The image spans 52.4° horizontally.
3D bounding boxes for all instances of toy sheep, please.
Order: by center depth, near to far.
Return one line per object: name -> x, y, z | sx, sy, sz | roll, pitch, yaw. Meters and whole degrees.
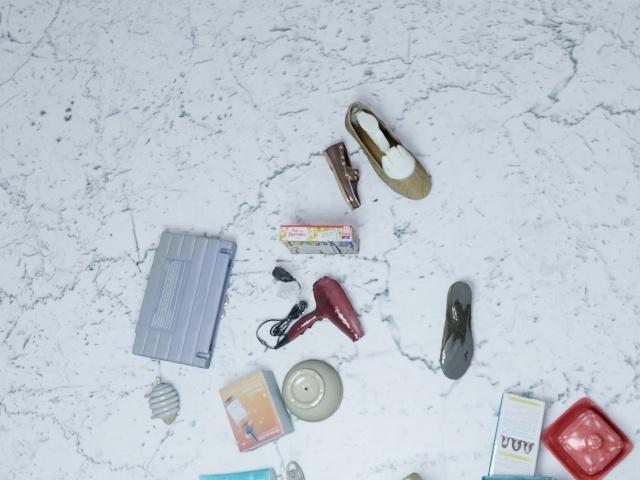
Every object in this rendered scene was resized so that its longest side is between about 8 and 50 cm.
toy sheep -> -0.420, 0.428, 1.740 | 0.091, 0.091, 0.132 | -20, 90, 5

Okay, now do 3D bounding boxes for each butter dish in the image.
butter dish -> 0.621, 0.465, 1.501 | 0.160, 0.118, 0.160 | -41, 71, -3

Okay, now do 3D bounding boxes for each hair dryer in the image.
hair dryer -> -0.016, 0.202, 1.743 | 0.293, 0.080, 0.224 | 13, 93, 20

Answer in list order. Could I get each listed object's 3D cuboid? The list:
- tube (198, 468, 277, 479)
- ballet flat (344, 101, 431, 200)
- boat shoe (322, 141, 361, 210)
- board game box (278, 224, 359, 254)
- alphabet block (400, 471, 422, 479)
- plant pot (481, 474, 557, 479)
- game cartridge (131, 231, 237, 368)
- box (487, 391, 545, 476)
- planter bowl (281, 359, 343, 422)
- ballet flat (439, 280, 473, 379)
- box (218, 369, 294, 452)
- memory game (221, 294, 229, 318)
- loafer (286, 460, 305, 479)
tube -> -0.215, 0.627, 1.664 | 0.206, 0.052, 0.080 | -14, 67, 13
ballet flat -> 0.177, -0.256, 1.792 | 0.116, 0.124, 0.343 | -34, 71, 1
boat shoe -> 0.073, -0.184, 1.819 | 0.073, 0.073, 0.207 | -25, 71, 6
board game box -> 0.000, 0.000, 1.743 | 0.193, 0.147, 0.045 | 1, 75, 11
alphabet block -> 0.190, 0.669, 1.489 | 0.192, 0.197, 0.193 | -35, 71, 0
plant pot -> 0.444, 0.665, 1.420 | 0.165, 0.165, 0.235 | -5, 98, 17
game cartridge -> -0.378, 0.160, 1.809 | 0.230, 0.068, 0.356 | 7, 76, 18
box -> 0.464, 0.496, 1.554 | 0.100, 0.060, 0.245 | 11, 77, 15
planter bowl -> -0.029, 0.380, 1.661 | 0.161, 0.109, 0.162 | -3, 73, 10
ballet flat -> 0.345, 0.229, 1.663 | 0.084, 0.058, 0.250 | 6, 81, -9
box -> -0.164, 0.439, 1.676 | 0.130, 0.091, 0.171 | -27, 71, 8
memory game -> -0.346, 0.168, 1.836 | 0.186, 0.012, 0.186 | -3, 74, 11
loafer -> -0.060, 0.620, 1.636 | 0.045, 0.039, 0.125 | -17, 72, 7
